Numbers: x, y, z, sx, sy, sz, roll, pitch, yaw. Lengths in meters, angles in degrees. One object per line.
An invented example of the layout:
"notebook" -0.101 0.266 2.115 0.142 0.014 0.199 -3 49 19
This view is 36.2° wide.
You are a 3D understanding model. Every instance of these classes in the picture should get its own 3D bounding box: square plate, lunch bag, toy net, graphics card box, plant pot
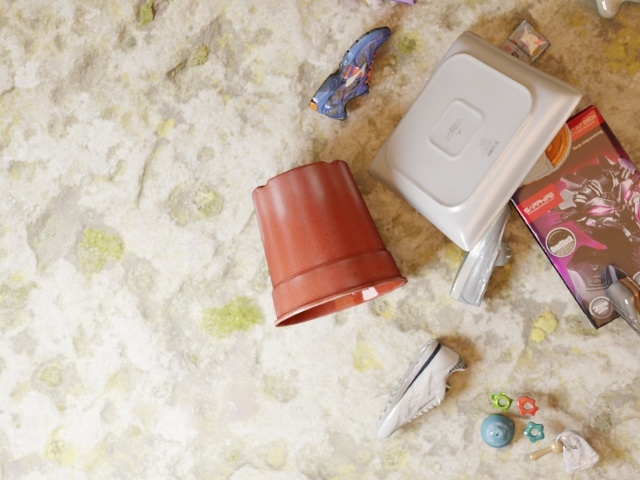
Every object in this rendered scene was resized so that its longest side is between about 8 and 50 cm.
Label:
"square plate" 0.267 -0.203 1.837 0.347 0.049 0.344 -55 42 9
"lunch bag" 0.395 -0.374 1.906 0.071 0.053 0.083 46 109 7
"toy net" 0.438 0.379 1.937 0.232 0.045 0.122 16 94 8
"graphics card box" 0.523 -0.045 1.875 0.233 0.094 0.371 -33 87 11
"plant pot" 0.000 0.000 1.906 0.272 0.272 0.265 -20 80 11

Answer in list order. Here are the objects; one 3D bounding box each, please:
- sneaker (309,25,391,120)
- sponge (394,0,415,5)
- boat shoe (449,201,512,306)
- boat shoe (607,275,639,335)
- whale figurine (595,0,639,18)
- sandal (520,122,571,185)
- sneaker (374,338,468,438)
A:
"sneaker" 0.072 -0.334 1.965 0.087 0.083 0.221 37 104 -6
"sponge" 0.100 -0.549 1.965 0.210 0.031 0.117 14 95 10
"boat shoe" 0.332 0.026 1.925 0.081 0.079 0.227 24 106 1
"boat shoe" 0.623 0.135 1.778 0.116 0.324 0.123 -43 47 10
"whale figurine" 0.584 -0.513 1.840 0.272 0.141 0.216 29 99 -16
"sandal" 0.346 -0.138 1.823 0.265 0.076 0.102 -31 80 11
"sneaker" 0.195 0.313 1.962 0.095 0.090 0.235 35 100 -2
